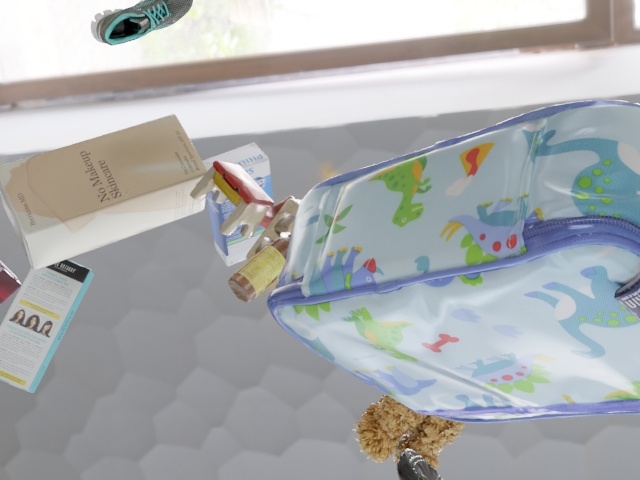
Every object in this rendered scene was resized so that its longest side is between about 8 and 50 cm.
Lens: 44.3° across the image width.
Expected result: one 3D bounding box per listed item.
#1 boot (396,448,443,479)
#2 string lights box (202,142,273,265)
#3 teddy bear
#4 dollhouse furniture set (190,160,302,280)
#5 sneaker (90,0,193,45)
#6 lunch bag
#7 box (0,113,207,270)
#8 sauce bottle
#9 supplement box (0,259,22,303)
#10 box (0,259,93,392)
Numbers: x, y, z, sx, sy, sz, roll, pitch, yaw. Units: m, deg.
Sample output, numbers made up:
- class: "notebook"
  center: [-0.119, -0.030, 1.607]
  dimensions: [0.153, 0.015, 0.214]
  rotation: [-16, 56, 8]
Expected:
- class: "boot"
  center: [0.093, 0.286, 0.795]
  dimensions: [0.121, 0.099, 0.045]
  rotation: [50, 22, 14]
- class: "string lights box"
  center: [-0.177, -0.077, 1.760]
  dimensions: [0.076, 0.133, 0.259]
  rotation: [50, -27, 40]
- class: "teddy bear"
  center: [0.198, 0.243, 1.304]
  dimensions: [0.245, 0.338, 0.113]
  rotation: [51, -10, -7]
- class: "dollhouse furniture set"
  center: [0.000, 0.000, 1.226]
  dimensions: [0.374, 0.152, 0.201]
  rotation: [48, 20, 25]
- class: "sneaker"
  center: [-0.267, -0.338, 1.206]
  dimensions: [0.076, 0.167, 0.065]
  rotation: [53, -11, 55]
- class: "lunch bag"
  center: [0.099, 0.029, 0.396]
  dimensions: [0.176, 0.219, 0.090]
  rotation: [36, 56, -34]
- class: "box"
  center: [-0.360, -0.084, 1.316]
  dimensions: [0.148, 0.311, 0.121]
  rotation: [58, -26, 20]
- class: "sauce bottle"
  center: [-0.057, 0.025, 0.981]
  dimensions: [0.128, 0.042, 0.042]
  rotation: [-40, 140, -27]
- class: "supplement box"
  center: [-0.756, 0.122, 1.618]
  dimensions: [0.073, 0.239, 0.130]
  rotation: [35, -15, 49]
- class: "box"
  center: [-0.518, 0.146, 1.441]
  dimensions: [0.060, 0.101, 0.244]
  rotation: [126, -12, -73]
